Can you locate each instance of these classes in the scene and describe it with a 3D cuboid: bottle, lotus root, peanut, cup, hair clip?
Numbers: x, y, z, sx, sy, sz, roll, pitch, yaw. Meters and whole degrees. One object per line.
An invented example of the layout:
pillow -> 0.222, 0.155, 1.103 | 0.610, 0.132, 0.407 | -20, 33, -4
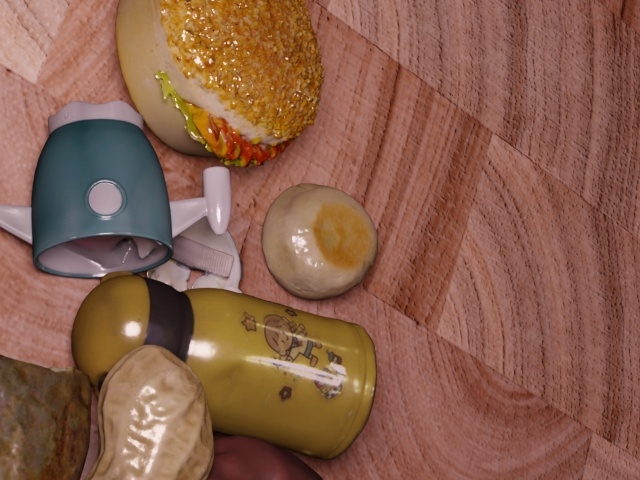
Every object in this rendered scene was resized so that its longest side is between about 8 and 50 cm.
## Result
bottle -> -0.118, 0.137, 1.702 | 0.351, 0.171, 0.172 | 19, 69, -28
lotus root -> -0.364, 0.284, 1.446 | 0.250, 0.250, 0.346 | 13, 77, -35
peanut -> -0.185, 0.257, 1.512 | 0.136, 0.120, 0.298 | 18, 68, -14
cup -> -0.250, -0.060, 1.654 | 0.299, 0.167, 0.173 | -2, 72, -13
hair clip -> -0.153, 0.020, 1.780 | 0.172, 0.049, 0.116 | 23, 71, -35

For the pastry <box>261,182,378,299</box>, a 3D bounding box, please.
pastry -> 0.000, 0.000, 1.877 | 0.156, 0.092, 0.156 | 16, 64, -34

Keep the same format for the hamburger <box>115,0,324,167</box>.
hamburger -> -0.109, -0.231, 1.758 | 0.276, 0.179, 0.294 | -9, 85, -58

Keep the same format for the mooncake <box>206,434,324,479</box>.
mooncake -> -0.106, 0.390, 1.570 | 0.326, 0.334, 0.174 | -48, 128, 7
